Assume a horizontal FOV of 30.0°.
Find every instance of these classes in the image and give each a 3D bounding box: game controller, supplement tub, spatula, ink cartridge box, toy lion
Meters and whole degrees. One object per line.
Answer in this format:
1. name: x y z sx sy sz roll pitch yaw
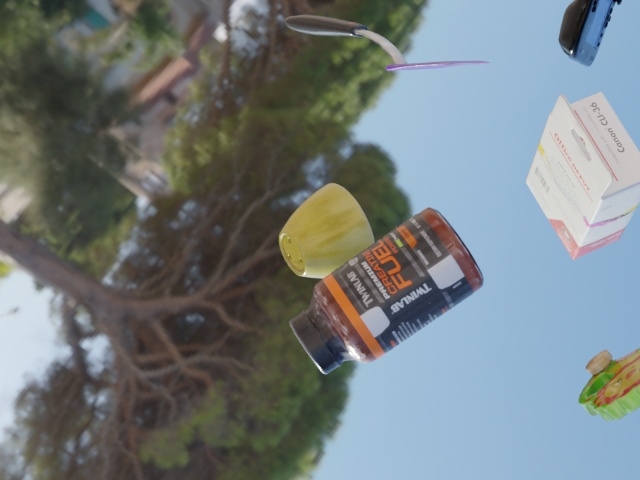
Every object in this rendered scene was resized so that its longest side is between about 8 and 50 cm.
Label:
1. game controller: 0.453 -0.377 1.984 0.319 0.067 0.166 -14 114 -71
2. supplement tub: 0.067 0.059 1.260 0.198 0.106 0.106 -35 -161 -1
3. spatula: 0.057 -0.210 1.272 0.296 0.084 0.030 29 -62 46
4. ink cartridge box: 0.291 -0.076 1.287 0.067 0.115 0.198 -23 158 -10
5. toy lion: 0.234 0.107 0.912 0.100 0.034 0.096 -41 -178 46

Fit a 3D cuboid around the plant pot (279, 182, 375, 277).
1. plant pot: 0.000 0.000 1.658 0.095 0.134 0.134 -26 -171 -24
